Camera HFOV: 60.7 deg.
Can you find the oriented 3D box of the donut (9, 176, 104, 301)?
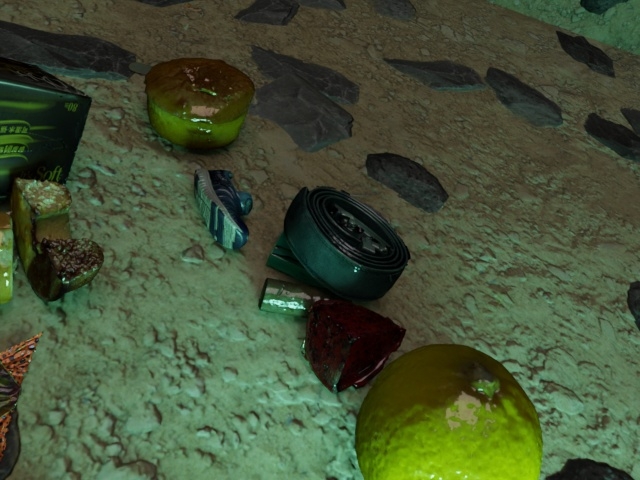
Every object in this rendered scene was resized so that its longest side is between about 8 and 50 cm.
[{"bbox_3d":[-0.438,0.004,0.905,0.085,0.141,0.217,-14,64,-44],"label":"donut"}]

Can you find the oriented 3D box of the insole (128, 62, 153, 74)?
[{"bbox_3d":[-0.397,-0.427,1.410,0.188,0.004,0.064,11,45,-14],"label":"insole"}]

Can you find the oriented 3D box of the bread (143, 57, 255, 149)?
[{"bbox_3d":[-0.287,-0.324,1.267,0.268,0.146,0.268,11,43,-10],"label":"bread"}]

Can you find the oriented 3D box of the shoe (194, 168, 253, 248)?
[{"bbox_3d":[-0.186,-0.073,1.110,0.106,0.092,0.207,-11,51,-24],"label":"shoe"}]

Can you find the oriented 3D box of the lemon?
[{"bbox_3d":[0.185,0.292,0.810,0.292,0.293,0.293,12,46,-13],"label":"lemon"}]

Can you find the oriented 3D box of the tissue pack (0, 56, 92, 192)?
[{"bbox_3d":[-0.580,-0.201,0.884,0.198,0.210,0.370,26,13,14],"label":"tissue pack"}]

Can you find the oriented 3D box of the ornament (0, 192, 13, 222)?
[{"bbox_3d":[-0.628,-0.048,0.921,0.244,0.061,0.230,28,42,-3],"label":"ornament"}]

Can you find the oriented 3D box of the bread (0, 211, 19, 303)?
[{"bbox_3d":[-0.510,0.025,0.853,0.073,0.122,0.149,-1,77,-30],"label":"bread"}]

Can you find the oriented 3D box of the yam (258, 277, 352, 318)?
[{"bbox_3d":[-0.030,0.115,1.025,0.169,0.068,0.068,11,46,-12],"label":"yam"}]

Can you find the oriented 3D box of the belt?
[{"bbox_3d":[0.041,0.000,1.062,0.267,0.116,0.206,45,34,20],"label":"belt"}]

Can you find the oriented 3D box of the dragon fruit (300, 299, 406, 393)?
[{"bbox_3d":[0.056,0.180,0.983,0.161,0.121,0.127,-3,36,-38],"label":"dragon fruit"}]

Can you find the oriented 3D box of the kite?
[{"bbox_3d":[-0.487,0.217,0.774,0.125,0.008,0.222,10,47,-15],"label":"kite"}]

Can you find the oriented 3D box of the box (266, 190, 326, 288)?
[{"bbox_3d":[0.000,0.000,1.159,0.160,0.042,0.226,25,44,0],"label":"box"}]
